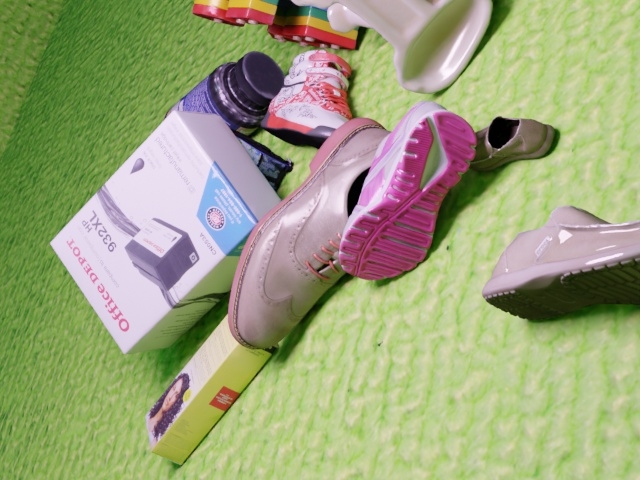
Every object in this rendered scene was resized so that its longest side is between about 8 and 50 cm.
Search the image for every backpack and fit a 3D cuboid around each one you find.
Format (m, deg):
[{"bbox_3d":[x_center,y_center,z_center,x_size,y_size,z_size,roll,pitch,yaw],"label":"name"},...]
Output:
[{"bbox_3d":[-0.121,-0.121,1.902,0.084,0.114,0.105,-60,28,-2],"label":"backpack"}]

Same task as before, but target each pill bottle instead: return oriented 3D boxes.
[{"bbox_3d":[-0.160,-0.225,2.059,0.219,0.123,0.122,-33,37,40],"label":"pill bottle"}]

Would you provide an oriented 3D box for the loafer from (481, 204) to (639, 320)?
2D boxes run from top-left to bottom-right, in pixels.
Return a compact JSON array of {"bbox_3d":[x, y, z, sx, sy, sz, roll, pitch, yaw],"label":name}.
[{"bbox_3d":[0.257,0.011,1.165,0.268,0.102,0.092,-16,56,53],"label":"loafer"}]

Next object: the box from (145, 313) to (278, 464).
[{"bbox_3d":[-0.155,0.200,1.705,0.232,0.058,0.087,-51,29,14],"label":"box"}]

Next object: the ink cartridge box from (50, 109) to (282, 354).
[{"bbox_3d":[-0.223,-0.010,1.818,0.307,0.129,0.223,-43,73,22],"label":"ink cartridge box"}]

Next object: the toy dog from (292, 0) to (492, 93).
[{"bbox_3d":[0.097,-0.465,1.690,0.395,0.285,0.408,-56,24,21],"label":"toy dog"}]

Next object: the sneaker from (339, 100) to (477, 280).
[{"bbox_3d":[0.104,-0.062,1.486,0.252,0.103,0.111,-57,16,24],"label":"sneaker"}]

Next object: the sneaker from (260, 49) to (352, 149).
[{"bbox_3d":[0.004,-0.211,1.811,0.145,0.090,0.270,-63,25,-2],"label":"sneaker"}]

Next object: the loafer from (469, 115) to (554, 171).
[{"bbox_3d":[0.209,-0.119,1.425,0.148,0.050,0.056,-13,52,54],"label":"loafer"}]

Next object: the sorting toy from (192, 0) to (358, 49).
[{"bbox_3d":[-0.073,-0.372,1.939,0.255,0.257,0.089,21,99,62],"label":"sorting toy"}]

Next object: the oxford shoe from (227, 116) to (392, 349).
[{"bbox_3d":[0.000,0.000,1.583,0.348,0.123,0.130,-60,33,2],"label":"oxford shoe"}]
